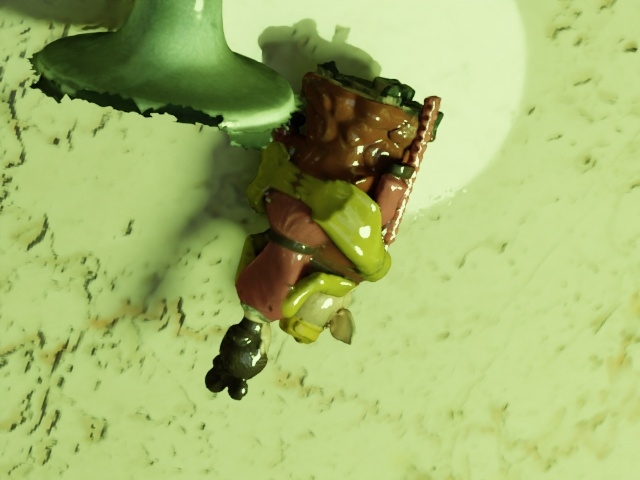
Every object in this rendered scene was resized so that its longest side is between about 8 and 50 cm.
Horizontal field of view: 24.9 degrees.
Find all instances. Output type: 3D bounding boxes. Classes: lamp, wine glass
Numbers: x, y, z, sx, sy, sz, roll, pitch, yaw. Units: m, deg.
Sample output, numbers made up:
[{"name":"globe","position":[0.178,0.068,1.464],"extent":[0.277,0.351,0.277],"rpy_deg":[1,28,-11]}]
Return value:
[{"name":"lamp","position":[0.000,0.000,1.049],"extent":[0.118,0.118,0.253],"rpy_deg":[13,101,-28]},{"name":"wine glass","position":[-0.069,-0.246,0.862],"extent":[0.190,0.190,0.357],"rpy_deg":[0,113,-23]}]
